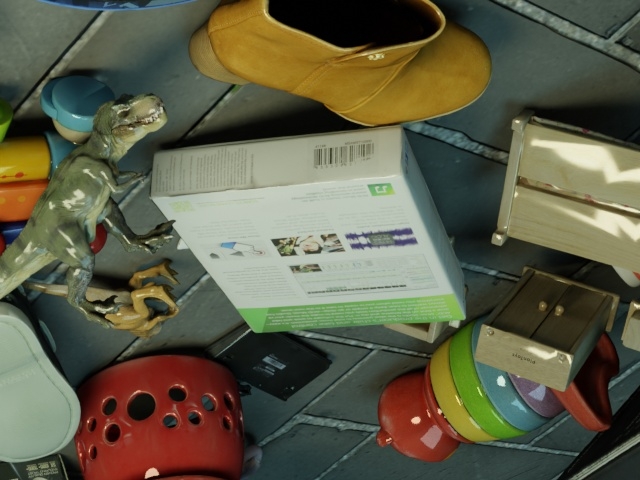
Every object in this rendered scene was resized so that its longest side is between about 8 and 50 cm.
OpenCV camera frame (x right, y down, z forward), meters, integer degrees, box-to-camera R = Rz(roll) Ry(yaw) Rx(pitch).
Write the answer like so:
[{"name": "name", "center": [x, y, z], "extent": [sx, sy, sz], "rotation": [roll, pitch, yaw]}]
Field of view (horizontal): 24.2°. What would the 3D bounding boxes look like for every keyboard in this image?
[{"name": "keyboard", "center": [-0.070, 0.145, 1.733], "extent": [0.108, 0.023, 0.180], "rotation": [-38, 145, 13]}]

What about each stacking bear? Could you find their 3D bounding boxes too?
[{"name": "stacking bear", "center": [0.199, 0.184, 1.839], "extent": [0.289, 0.175, 0.164], "rotation": [-29, 109, 29]}]

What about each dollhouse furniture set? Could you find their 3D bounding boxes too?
[{"name": "dollhouse furniture set", "center": [0.253, -0.049, 1.567], "extent": [0.174, 0.303, 0.355], "rotation": [-39, 143, -57]}]

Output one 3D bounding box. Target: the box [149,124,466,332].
[{"name": "box", "center": [0.000, 0.000, 1.433], "extent": [0.232, 0.058, 0.322], "rotation": [-4, 152, 14]}]

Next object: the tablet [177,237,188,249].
[{"name": "tablet", "center": [-0.099, -0.010, 1.491], "extent": [0.083, 0.006, 0.054], "rotation": [-4, 145, -27]}]

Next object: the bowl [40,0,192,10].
[{"name": "bowl", "center": [-0.100, -0.303, 0.973], "extent": [0.391, 0.077, 0.391], "rotation": [-17, 149, -11]}]

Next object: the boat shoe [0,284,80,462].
[{"name": "boat shoe", "center": [-0.309, 0.120, 1.474], "extent": [0.114, 0.091, 0.302], "rotation": [-15, 147, -13]}]

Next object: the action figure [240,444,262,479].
[{"name": "action figure", "center": [-0.202, 0.372, 1.765], "extent": [0.370, 0.275, 0.248], "rotation": [-3, 149, -20]}]

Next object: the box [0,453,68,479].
[{"name": "box", "center": [-0.395, 0.332, 1.758], "extent": [0.180, 0.077, 0.147], "rotation": [-5, 144, -27]}]

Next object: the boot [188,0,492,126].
[{"name": "boot", "center": [0.054, -0.154, 1.190], "extent": [0.295, 0.104, 0.211], "rotation": [2, 178, -25]}]

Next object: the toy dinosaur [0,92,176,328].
[{"name": "toy dinosaur", "center": [-0.193, -0.001, 1.208], "extent": [0.118, 0.064, 0.268], "rotation": [37, 99, -24]}]

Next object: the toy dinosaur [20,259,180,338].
[{"name": "toy dinosaur", "center": [-0.201, 0.064, 1.484], "extent": [0.112, 0.064, 0.211], "rotation": [-31, 148, 17]}]

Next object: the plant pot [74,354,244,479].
[{"name": "plant pot", "center": [-0.172, 0.244, 1.652], "extent": [0.191, 0.174, 0.191], "rotation": [-10, 149, -6]}]

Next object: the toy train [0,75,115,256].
[{"name": "toy train", "center": [-0.287, -0.058, 1.216], "extent": [0.248, 0.105, 0.143], "rotation": [-6, 135, -25]}]

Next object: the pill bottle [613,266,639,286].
[{"name": "pill bottle", "center": [0.404, -0.039, 1.666], "extent": [0.193, 0.108, 0.108], "rotation": [-33, 147, 16]}]

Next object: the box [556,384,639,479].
[{"name": "box", "center": [0.570, 0.176, 1.672], "extent": [0.480, 0.297, 0.472], "rotation": [-42, 174, -28]}]
